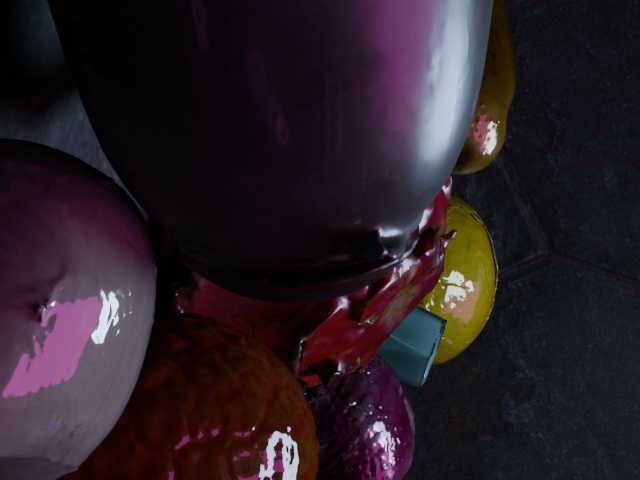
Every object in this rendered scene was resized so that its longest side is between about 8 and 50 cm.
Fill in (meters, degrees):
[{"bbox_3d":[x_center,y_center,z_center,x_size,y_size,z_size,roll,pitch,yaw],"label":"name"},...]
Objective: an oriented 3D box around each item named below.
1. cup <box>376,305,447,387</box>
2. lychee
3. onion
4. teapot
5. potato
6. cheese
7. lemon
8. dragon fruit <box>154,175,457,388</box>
[{"bbox_3d":[0.053,0.119,1.519,0.148,0.236,0.134,-59,166,-52],"label":"cup"},{"bbox_3d":[-0.115,0.180,0.789,0.300,0.255,0.255,21,88,-40],"label":"lychee"},{"bbox_3d":[-0.004,0.169,1.295,0.348,0.267,0.159,-53,150,-64],"label":"onion"},{"bbox_3d":[-0.044,-0.132,0.578,0.233,0.315,0.312,-16,117,-23],"label":"teapot"},{"bbox_3d":[0.083,-0.208,0.990,0.195,0.176,0.369,51,24,-44],"label":"potato"},{"bbox_3d":[-0.166,0.040,0.551,0.198,0.154,0.189,75,31,-70],"label":"cheese"},{"bbox_3d":[0.144,0.054,1.729,0.297,0.297,0.297,20,90,-79],"label":"lemon"},{"bbox_3d":[0.000,0.000,1.088,0.371,0.249,0.386,-60,164,-21],"label":"dragon fruit"}]
